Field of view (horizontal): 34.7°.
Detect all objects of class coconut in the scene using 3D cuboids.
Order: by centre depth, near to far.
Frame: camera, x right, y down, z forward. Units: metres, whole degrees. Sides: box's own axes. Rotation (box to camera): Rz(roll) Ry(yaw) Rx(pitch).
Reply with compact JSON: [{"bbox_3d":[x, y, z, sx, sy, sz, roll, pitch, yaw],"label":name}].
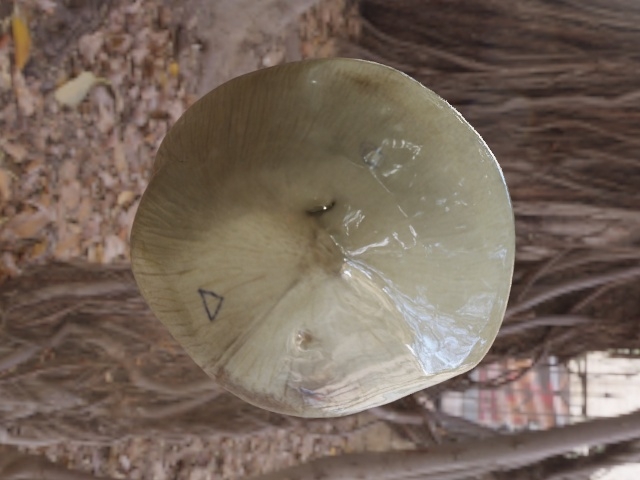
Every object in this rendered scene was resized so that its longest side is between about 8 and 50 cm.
[{"bbox_3d":[0.000,0.000,0.571,0.224,0.224,0.224,1,90,-78],"label":"coconut"}]
